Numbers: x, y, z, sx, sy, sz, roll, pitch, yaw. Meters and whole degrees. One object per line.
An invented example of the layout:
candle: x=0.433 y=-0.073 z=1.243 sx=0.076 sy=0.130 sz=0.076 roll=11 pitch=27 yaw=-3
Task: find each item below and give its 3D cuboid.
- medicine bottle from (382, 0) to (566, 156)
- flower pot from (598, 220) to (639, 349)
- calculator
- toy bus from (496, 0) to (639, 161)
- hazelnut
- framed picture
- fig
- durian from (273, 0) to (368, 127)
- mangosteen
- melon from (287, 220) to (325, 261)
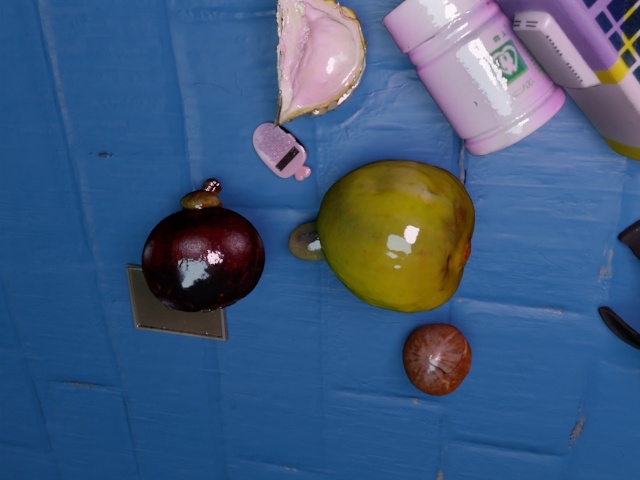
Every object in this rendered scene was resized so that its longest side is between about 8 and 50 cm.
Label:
medicine bottle: x=0.291 y=-0.346 z=1.098 sx=0.212 sy=0.212 sz=0.325 roll=-32 pitch=102 yaw=25
flower pot: x=0.790 y=0.143 z=1.175 sx=0.380 sy=0.251 sz=0.379 roll=5 pitch=114 yaw=12
calculator: x=-0.090 y=-0.209 z=1.369 sx=0.166 sy=0.024 sz=0.103 roll=45 pitch=117 yaw=-6
toy bus: x=0.506 y=-0.340 z=0.958 sx=0.440 sy=0.209 sz=0.249 roll=40 pitch=97 yaw=-23
hazelnut: x=0.279 y=0.285 z=1.424 sx=0.182 sy=0.182 sz=0.182 roll=6 pitch=116 yaw=12
framed picture: x=-0.407 y=0.177 z=1.635 sx=0.290 sy=0.020 sz=0.211 roll=6 pitch=116 yaw=13
fig: x=0.148 y=-0.016 z=1.230 sx=0.344 sy=0.343 sz=0.343 roll=6 pitch=116 yaw=12
durian: x=0.001 y=-0.384 z=1.200 sx=0.196 sy=0.185 sz=0.305 roll=0 pitch=120 yaw=-6
mangosteen: x=-0.284 y=0.029 z=1.387 sx=0.297 sy=0.297 sz=0.293 roll=-2 pitch=116 yaw=16
melon: x=0.000 y=0.000 z=1.401 sx=0.162 sy=0.099 sz=0.099 roll=-8 pitch=112 yaw=15
